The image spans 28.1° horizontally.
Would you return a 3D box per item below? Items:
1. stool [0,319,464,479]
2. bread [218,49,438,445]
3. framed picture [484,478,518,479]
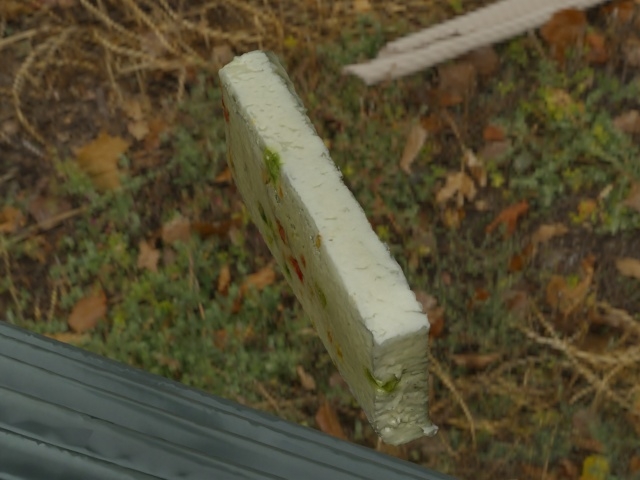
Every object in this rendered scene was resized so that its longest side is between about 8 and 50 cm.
[{"bbox_3d":[-0.043,0.218,0.596,0.330,0.297,0.297,16,53,-12],"label":"stool"},{"bbox_3d":[0.000,0.000,0.464,0.028,0.068,0.154,-20,52,-12],"label":"bread"},{"bbox_3d":[0.142,0.361,1.038,0.028,0.446,0.326,-5,81,13],"label":"framed picture"}]
